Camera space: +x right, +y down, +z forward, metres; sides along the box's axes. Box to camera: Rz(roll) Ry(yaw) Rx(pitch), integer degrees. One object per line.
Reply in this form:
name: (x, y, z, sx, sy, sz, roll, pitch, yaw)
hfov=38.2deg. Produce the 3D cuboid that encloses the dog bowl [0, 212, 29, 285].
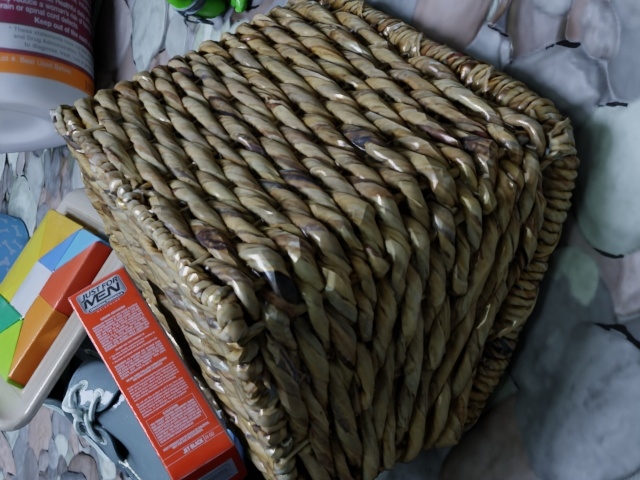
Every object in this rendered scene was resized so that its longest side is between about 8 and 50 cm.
dog bowl: (-0.468, 0.089, 1.274, 0.166, 0.074, 0.297, 51, 129, 43)

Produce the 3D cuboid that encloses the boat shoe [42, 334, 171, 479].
boat shoe: (-0.202, 0.163, 0.868, 0.319, 0.099, 0.116, 26, 109, 53)

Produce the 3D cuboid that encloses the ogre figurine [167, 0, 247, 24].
ogre figurine: (-0.086, -0.236, 0.710, 0.197, 0.118, 0.097, -1, 88, 55)

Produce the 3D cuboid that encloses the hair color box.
hair color box: (-0.102, 0.093, 0.586, 0.141, 0.043, 0.072, 53, 166, 26)

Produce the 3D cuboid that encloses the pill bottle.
pill bottle: (-0.369, -0.311, 1.025, 0.224, 0.224, 0.392, -17, 74, 53)

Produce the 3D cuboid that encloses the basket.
basket: (0.000, 0.000, 0.596, 0.299, 0.223, 0.213, 41, 155, 48)

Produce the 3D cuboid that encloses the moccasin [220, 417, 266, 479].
moccasin: (-0.010, 0.220, 0.564, 0.342, 0.137, 0.117, 43, 118, 46)

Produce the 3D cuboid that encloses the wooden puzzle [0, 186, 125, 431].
wooden puzzle: (-0.276, 0.051, 0.923, 0.239, 0.044, 0.221, -55, 34, -10)
